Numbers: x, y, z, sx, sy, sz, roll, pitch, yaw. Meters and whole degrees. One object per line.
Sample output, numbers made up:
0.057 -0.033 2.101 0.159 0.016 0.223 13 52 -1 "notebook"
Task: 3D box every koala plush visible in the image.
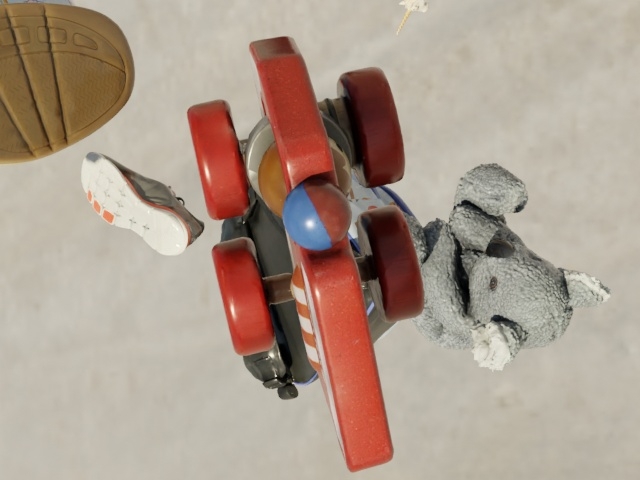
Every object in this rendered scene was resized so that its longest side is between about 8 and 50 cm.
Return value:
0.201 0.055 1.674 0.221 0.196 0.203 29 142 54 "koala plush"

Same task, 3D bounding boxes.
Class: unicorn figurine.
0.175 -0.321 1.886 0.162 0.111 0.060 -24 85 45 "unicorn figurine"

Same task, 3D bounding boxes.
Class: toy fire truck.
0.000 0.000 1.197 0.254 0.169 0.302 -116 15 -67 "toy fire truck"

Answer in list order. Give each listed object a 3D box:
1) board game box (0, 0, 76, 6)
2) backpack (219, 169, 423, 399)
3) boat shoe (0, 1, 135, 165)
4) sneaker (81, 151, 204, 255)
-0.545 -0.363 2.120 0.319 0.318 0.066 65 -178 -65 "board game box"
0.005 0.017 1.928 0.276 0.213 0.263 -48 68 37 "backpack"
-0.306 -0.105 1.151 0.110 0.341 0.122 8 113 56 "boat shoe"
-0.191 -0.042 1.627 0.158 0.065 0.061 40 124 15 "sneaker"
